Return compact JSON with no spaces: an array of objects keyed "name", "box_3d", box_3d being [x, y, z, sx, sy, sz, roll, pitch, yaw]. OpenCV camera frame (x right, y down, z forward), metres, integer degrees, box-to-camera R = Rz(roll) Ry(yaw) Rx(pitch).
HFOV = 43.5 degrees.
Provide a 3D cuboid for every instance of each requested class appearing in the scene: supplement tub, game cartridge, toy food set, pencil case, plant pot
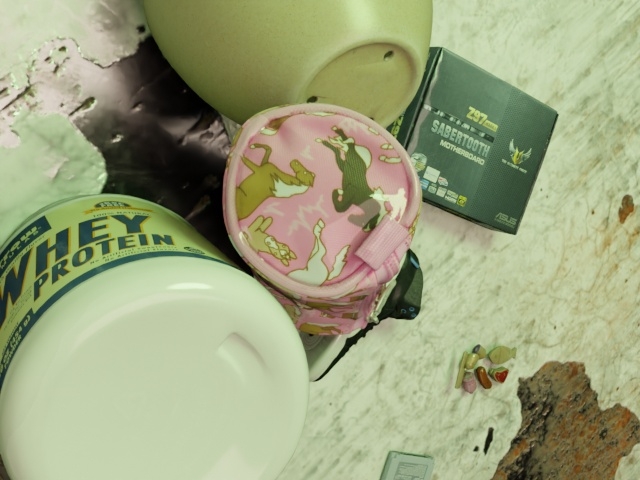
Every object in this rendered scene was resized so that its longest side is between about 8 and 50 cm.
[{"name":"supplement tub","box_3d":[-0.175,0.089,0.718,0.236,0.325,0.235,-8,109,-25]},{"name":"game cartridge","box_3d":[0.124,0.332,1.147,0.083,0.017,0.055,18,88,-33]},{"name":"toy food set","box_3d":[0.239,0.190,1.184,0.122,0.019,0.077,9,96,-40]},{"name":"pencil case","box_3d":[0.000,0.000,0.781,0.167,0.386,0.160,3,78,2]},{"name":"plant pot","box_3d":[-0.005,-0.200,0.767,0.284,0.190,0.284,-20,146,-14]}]

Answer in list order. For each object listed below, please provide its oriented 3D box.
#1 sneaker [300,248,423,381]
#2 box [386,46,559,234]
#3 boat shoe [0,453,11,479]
[{"name":"sneaker","box_3d":[0.063,0.099,1.019,0.121,0.079,0.216,33,82,-31]},{"name":"box","box_3d":[0.195,-0.127,1.061,0.233,0.059,0.183,20,89,-32]},{"name":"boat shoe","box_3d":[-0.415,0.176,0.736,0.355,0.132,0.130,33,74,-41]}]
